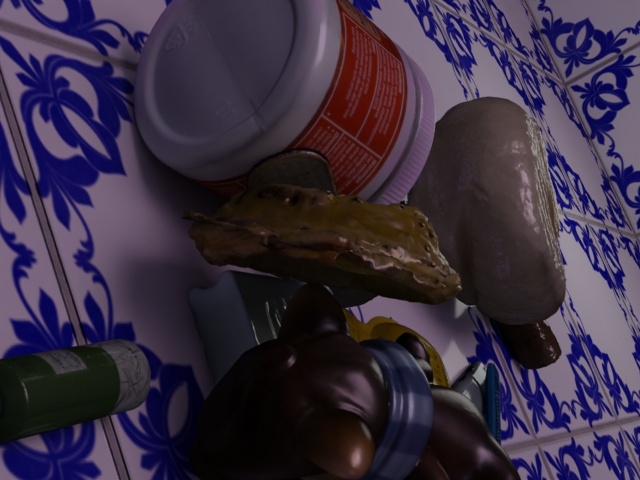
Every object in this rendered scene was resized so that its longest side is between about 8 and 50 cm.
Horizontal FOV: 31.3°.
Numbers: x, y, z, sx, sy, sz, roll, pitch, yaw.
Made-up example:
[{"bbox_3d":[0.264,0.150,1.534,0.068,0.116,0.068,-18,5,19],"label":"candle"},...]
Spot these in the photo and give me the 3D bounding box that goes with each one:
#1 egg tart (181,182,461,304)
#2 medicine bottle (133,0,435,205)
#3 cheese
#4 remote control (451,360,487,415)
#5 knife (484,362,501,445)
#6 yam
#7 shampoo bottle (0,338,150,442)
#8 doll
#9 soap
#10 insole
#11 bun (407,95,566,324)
[{"bbox_3d":[0.007,-0.002,1.074,0.279,0.278,0.095,18,81,-57],"label":"egg tart"},{"bbox_3d":[-0.038,-0.152,1.244,0.241,0.252,0.253,31,38,-50],"label":"medicine bottle"},{"bbox_3d":[0.084,0.154,1.382,0.270,0.069,0.177,36,34,-40],"label":"cheese"},{"bbox_3d":[0.221,0.221,1.629,0.065,0.029,0.166,61,24,1],"label":"remote control"},{"bbox_3d":[0.236,0.291,1.549,0.044,0.026,0.297,46,37,-40],"label":"knife"},{"bbox_3d":[0.337,0.145,1.883,0.127,0.084,0.084,61,24,-11],"label":"yam"},{"bbox_3d":[-0.211,0.113,0.859,0.204,0.065,0.065,-3,67,-64],"label":"shampoo bottle"},{"bbox_3d":[0.034,0.202,1.068,0.339,0.209,0.318,29,40,-46],"label":"doll"},{"bbox_3d":[-0.045,0.102,1.189,0.198,0.066,0.119,13,54,-59],"label":"soap"},{"bbox_3d":[0.000,0.000,1.249,0.348,0.119,0.009,65,8,-58],"label":"insole"},{"bbox_3d":[0.248,-0.040,1.735,0.365,0.219,0.365,-13,90,-74],"label":"bun"}]
